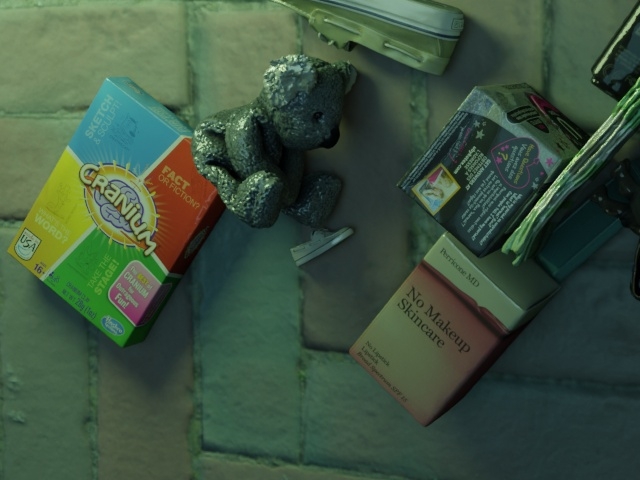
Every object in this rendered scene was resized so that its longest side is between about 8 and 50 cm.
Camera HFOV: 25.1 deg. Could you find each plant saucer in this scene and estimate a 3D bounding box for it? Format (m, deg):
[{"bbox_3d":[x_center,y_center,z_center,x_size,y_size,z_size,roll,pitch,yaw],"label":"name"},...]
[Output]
[{"bbox_3d":[0.348,-0.023,1.843,0.192,0.018,0.067,-44,49,24],"label":"plant saucer"}]

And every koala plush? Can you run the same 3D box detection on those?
[{"bbox_3d":[-0.049,-0.157,1.924,0.203,0.196,0.221,45,114,22],"label":"koala plush"}]

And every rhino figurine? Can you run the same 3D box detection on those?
[{"bbox_3d":[0.453,-0.089,1.752,0.243,0.073,0.106,-36,71,-14],"label":"rhino figurine"}]

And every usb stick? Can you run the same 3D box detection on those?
[{"bbox_3d":[0.439,-0.296,1.785,0.077,0.045,0.278,36,108,7],"label":"usb stick"}]

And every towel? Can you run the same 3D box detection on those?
[{"bbox_3d":[0.344,-0.105,1.727,0.038,0.248,0.325,40,103,10],"label":"towel"}]

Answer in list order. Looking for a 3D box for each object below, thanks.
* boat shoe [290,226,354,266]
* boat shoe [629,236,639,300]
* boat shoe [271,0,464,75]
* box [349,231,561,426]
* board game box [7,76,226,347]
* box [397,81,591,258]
[{"bbox_3d":[0.000,0.000,2.002,0.100,0.035,0.035,-30,87,29],"label":"boat shoe"},{"bbox_3d":[0.436,-0.006,1.807,0.066,0.066,0.183,17,102,20],"label":"boat shoe"},{"bbox_3d":[0.039,-0.299,1.914,0.302,0.109,0.094,19,105,16],"label":"boat shoe"},{"bbox_3d":[0.173,0.103,1.871,0.148,0.127,0.232,44,122,13],"label":"box"},{"bbox_3d":[-0.285,-0.042,2.094,0.242,0.064,0.316,37,108,14],"label":"board game box"},{"bbox_3d":[0.229,-0.093,1.782,0.142,0.247,0.163,42,109,11],"label":"box"}]
